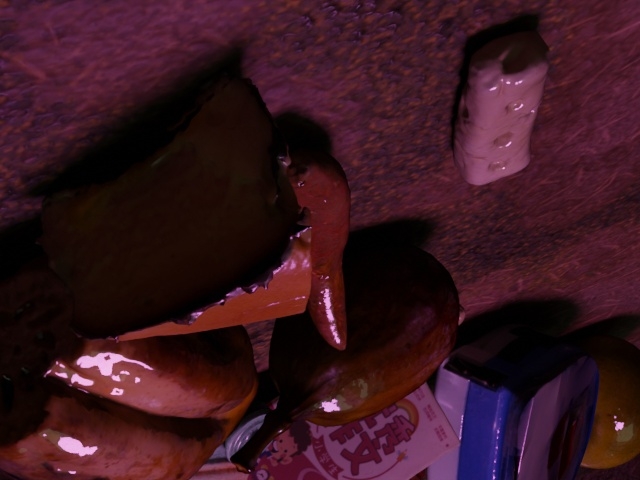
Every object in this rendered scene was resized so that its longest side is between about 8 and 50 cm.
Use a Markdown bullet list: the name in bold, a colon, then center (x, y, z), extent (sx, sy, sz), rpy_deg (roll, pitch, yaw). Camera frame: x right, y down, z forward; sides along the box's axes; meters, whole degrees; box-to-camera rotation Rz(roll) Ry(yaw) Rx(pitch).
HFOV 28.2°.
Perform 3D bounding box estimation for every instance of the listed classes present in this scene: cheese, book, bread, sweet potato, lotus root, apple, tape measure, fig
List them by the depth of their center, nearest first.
- **bread**: center (-0.082, -0.014, 0.811), extent (0.169, 0.140, 0.160), rpy_deg (-12, 163, -25)
- **cheese**: center (0.133, -0.095, 0.957), extent (0.065, 0.043, 0.194), rpy_deg (-16, 161, -2)
- **lotus root**: center (-0.155, 0.110, 0.979), extent (0.193, 0.193, 0.291), rpy_deg (-30, 158, 19)
- **sweet potato**: center (-0.003, -0.007, 0.984), extent (0.058, 0.078, 0.255), rpy_deg (-19, 147, -7)
- **fig**: center (0.009, 0.110, 1.131), extent (0.274, 0.145, 0.170), rpy_deg (-41, 179, -41)
- **book**: center (0.024, 0.220, 1.408), extent (0.232, 0.162, 0.022), rpy_deg (-31, -168, -12)
- **tape measure**: center (0.240, 0.233, 1.598), extent (0.262, 0.138, 0.259), rpy_deg (-31, 132, -50)
- **apple**: center (0.391, 0.226, 1.811), extent (0.196, 0.196, 0.157), rpy_deg (-43, 180, 43)

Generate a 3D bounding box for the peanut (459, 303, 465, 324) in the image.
- **peanut**: center (0.119, 0.090, 1.400), extent (0.083, 0.037, 0.037), rpy_deg (-23, 159, 0)

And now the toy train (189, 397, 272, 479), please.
- **toy train**: center (-0.164, 0.204, 1.210), extent (0.285, 0.116, 0.177), rpy_deg (6, 120, -54)

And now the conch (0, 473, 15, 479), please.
- **conch**: center (-0.344, 0.225, 0.987), extent (0.324, 0.186, 0.263), rpy_deg (-5, -177, -19)

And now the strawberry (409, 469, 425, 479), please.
- **strawberry**: center (-0.008, 0.268, 1.584), extent (0.265, 0.149, 0.336), rpy_deg (-10, 149, 1)
